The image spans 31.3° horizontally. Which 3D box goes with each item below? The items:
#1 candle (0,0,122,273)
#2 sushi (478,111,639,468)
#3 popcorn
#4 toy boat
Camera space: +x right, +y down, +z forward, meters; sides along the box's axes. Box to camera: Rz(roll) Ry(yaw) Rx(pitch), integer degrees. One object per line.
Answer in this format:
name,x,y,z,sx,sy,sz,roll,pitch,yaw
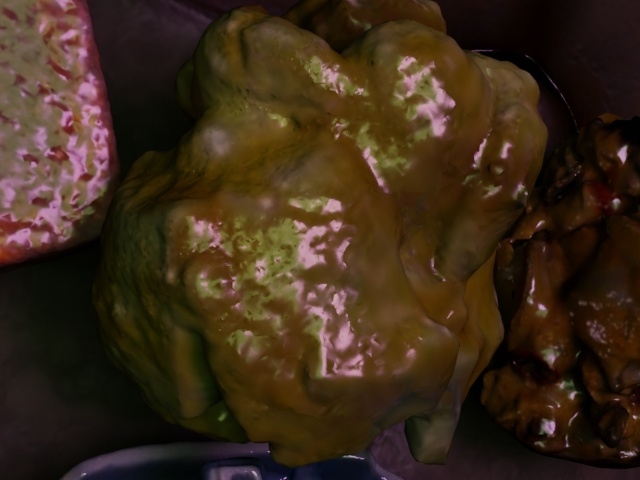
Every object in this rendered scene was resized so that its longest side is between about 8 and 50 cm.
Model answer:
candle,-0.243,-0.080,0.661,0.287,0.131,0.317,38,77,-12
sushi,0.204,0.028,0.738,0.204,0.200,0.213,-3,109,-16
popcorn,-0.004,-0.005,0.641,0.225,0.276,0.276,17,79,15
toy boat,-0.044,0.173,0.660,0.309,0.142,0.129,4,57,-28
